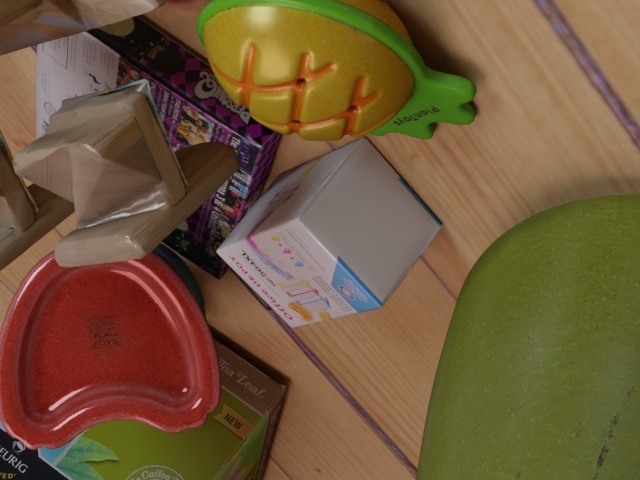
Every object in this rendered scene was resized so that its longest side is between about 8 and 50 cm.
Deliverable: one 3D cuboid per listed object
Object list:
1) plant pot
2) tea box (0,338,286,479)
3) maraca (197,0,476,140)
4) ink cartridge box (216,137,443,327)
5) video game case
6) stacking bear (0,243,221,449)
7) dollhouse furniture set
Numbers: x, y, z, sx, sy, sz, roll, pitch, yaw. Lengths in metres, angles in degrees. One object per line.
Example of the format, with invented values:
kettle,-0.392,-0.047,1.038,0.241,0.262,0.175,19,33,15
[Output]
plant pot,0.159,0.163,0.669,0.275,0.293,0.274,14,127,19
tea box,-0.226,0.276,1.295,0.220,0.323,0.329,33,151,11
maraca,0.011,-0.106,0.740,0.186,0.099,0.127,23,162,-29
ink cartridge box,0.000,0.000,0.899,0.092,0.090,0.143,47,149,-15
video game case,-0.141,-0.086,0.984,0.210,0.042,0.232,35,151,6
stacking bear,-0.177,0.074,1.078,0.289,0.175,0.164,-157,60,-87
dollhouse furniture set,-0.265,-0.185,0.821,0.394,0.256,0.362,-8,115,32
